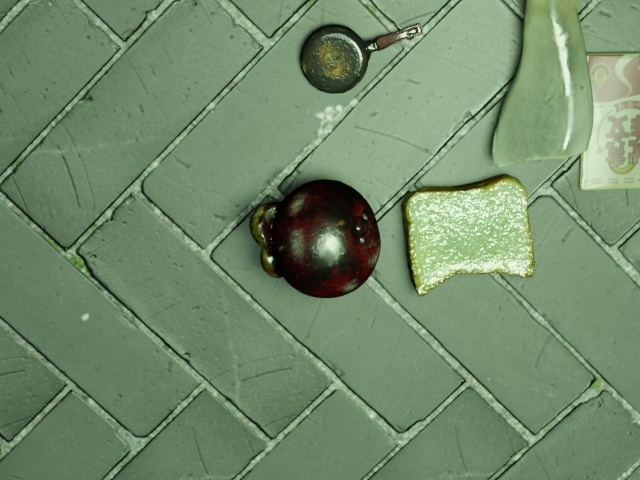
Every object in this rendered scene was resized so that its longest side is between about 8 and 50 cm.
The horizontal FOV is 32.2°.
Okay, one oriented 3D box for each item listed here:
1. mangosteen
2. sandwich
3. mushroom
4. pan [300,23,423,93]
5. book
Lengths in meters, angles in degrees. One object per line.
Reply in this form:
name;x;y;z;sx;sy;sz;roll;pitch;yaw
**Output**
mangosteen;0.000;0.000;1.823;0.209;0.210;0.210;0;103;-1
sandwich;0.251;-0.011;1.884;0.214;0.065;0.186;-7;103;0
mushroom;0.366;-0.281;1.798;0.159;0.122;0.329;-2;103;-10
pan;0.070;-0.312;1.825;0.212;0.040;0.115;-18;108;3
book;0.520;-0.201;1.869;0.162;0.022;0.232;-1;102;-1
